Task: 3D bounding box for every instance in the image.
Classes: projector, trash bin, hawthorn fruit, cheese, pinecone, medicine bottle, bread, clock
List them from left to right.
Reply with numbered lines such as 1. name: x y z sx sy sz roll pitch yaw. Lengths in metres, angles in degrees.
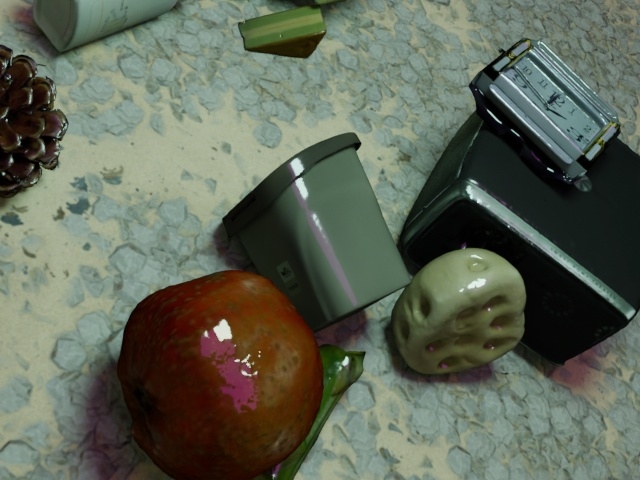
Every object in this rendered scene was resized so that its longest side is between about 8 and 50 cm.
1. pinecone: -0.452 -0.167 1.160 0.221 0.221 0.221 14 56 -22
2. medicine bottle: -0.323 -0.423 1.415 0.296 0.161 0.111 -34 83 -38
3. hawthorn fruit: -0.125 0.170 1.112 0.275 0.275 0.299 51 37 7
4. bread: -0.072 -0.400 1.596 0.139 0.084 0.074 2 62 -28
5. trash bin: 0.000 0.000 1.323 0.219 0.220 0.250 -22 82 -36
6. cheese: 0.229 0.119 1.380 0.218 0.235 0.117 34 25 -40
7. projector: 0.395 -0.048 1.551 0.395 0.242 0.405 36 49 -4
8. clock: 0.379 -0.223 1.443 0.253 0.083 0.186 46 48 5

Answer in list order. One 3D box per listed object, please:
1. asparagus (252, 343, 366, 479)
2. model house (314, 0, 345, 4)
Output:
1. asparagus: -0.031 0.267 1.222 0.343 0.082 0.085 -53 130 -39
2. model house: -0.028 -0.566 1.606 0.325 0.194 0.267 -40 112 -17
